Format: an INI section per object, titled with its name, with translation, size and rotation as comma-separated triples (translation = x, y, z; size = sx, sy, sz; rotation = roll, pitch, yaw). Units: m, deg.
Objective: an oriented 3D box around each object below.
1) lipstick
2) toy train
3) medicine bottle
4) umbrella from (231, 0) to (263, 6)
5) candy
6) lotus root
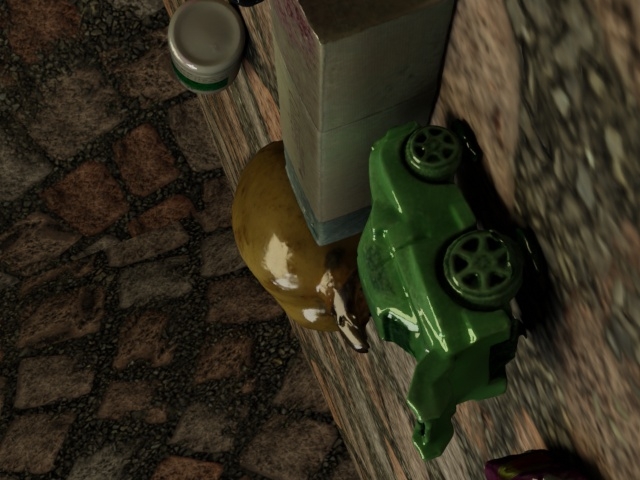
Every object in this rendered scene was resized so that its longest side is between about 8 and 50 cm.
[lipstick]
translation = 0.017, -0.076, 0.624
size = 0.317, 0.068, 0.066
rotation = 91, 157, -75
[toy train]
translation = 0.054, 0.018, 0.555
size = 0.099, 0.081, 0.149
rotation = 76, 170, -61
[medicine bottle]
translation = -0.143, -0.237, 1.441
size = 0.260, 0.095, 0.095
rotation = 172, 77, -86
[umbrella]
translation = -0.087, -0.287, 0.920
size = 0.071, 0.071, 0.248
rotation = 76, 175, -54
[candy]
translation = 0.115, 0.132, 0.594
size = 0.175, 0.045, 0.043
rotation = 179, 75, -85
[lotus root]
translation = 0.000, 0.000, 0.845
size = 0.125, 0.118, 0.221
rotation = 34, -169, -30
